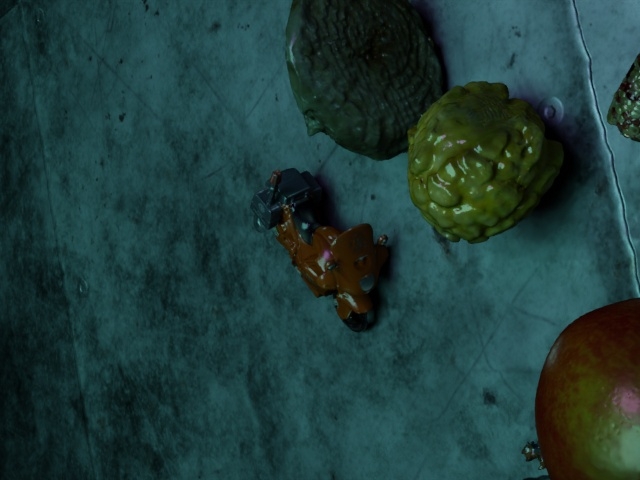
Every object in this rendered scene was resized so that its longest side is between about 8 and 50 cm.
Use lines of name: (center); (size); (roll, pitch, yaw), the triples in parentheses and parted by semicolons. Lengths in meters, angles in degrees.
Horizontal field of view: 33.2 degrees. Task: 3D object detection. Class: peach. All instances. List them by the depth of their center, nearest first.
peach: (0.438, 0.239, 1.324); (0.370, 0.370, 0.370); (4, 95, 46)

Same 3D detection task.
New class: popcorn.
popcorn: (0.238, -0.121, 1.580); (0.250, 0.250, 0.190); (48, 163, 33)

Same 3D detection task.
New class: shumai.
shumai: (0.019, -0.267, 1.766); (0.263, 0.304, 0.309); (-14, 80, 57)

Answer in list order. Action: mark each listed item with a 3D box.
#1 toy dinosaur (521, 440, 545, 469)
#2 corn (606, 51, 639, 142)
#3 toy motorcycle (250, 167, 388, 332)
toy dinosaur: (0.358, 0.310, 1.604); (0.154, 0.049, 0.055); (-31, 67, 48)
corn: (0.471, -0.248, 1.425); (0.086, 0.086, 0.253); (46, 123, 34)
toy motorcycle: (0.000, 0.000, 1.899); (0.325, 0.148, 0.221); (52, 150, 23)
